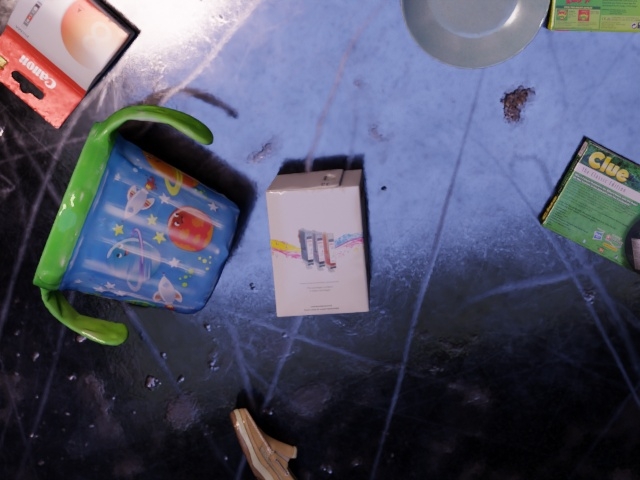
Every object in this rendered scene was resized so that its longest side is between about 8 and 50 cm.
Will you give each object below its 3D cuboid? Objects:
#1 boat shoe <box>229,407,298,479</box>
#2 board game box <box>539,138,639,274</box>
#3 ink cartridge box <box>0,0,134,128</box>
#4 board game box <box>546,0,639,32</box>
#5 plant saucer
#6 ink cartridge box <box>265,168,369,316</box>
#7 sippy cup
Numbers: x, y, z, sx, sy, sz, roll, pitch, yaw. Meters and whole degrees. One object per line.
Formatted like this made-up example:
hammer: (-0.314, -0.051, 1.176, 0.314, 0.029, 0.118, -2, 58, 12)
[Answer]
boat shoe: (-0.068, 0.319, 1.599, 0.072, 0.068, 0.190, -26, 111, -3)
board game box: (0.448, -0.023, 1.493, 0.260, 0.030, 0.136, 27, 106, -3)
ink cartridge box: (-0.364, -0.262, 1.478, 0.145, 0.045, 0.179, 41, 100, -6)
board game box: (0.391, -0.318, 1.414, 0.181, 0.043, 0.092, 2, 104, 3)
plant saucer: (0.200, -0.323, 1.419, 0.195, 0.037, 0.195, 0, 115, 0)
ink cartridge box: (0.000, 0.000, 1.475, 0.127, 0.128, 0.176, -3, 103, 5)
sippy cup: (-0.237, -0.011, 1.452, 0.224, 0.240, 0.305, 22, 148, -12)
